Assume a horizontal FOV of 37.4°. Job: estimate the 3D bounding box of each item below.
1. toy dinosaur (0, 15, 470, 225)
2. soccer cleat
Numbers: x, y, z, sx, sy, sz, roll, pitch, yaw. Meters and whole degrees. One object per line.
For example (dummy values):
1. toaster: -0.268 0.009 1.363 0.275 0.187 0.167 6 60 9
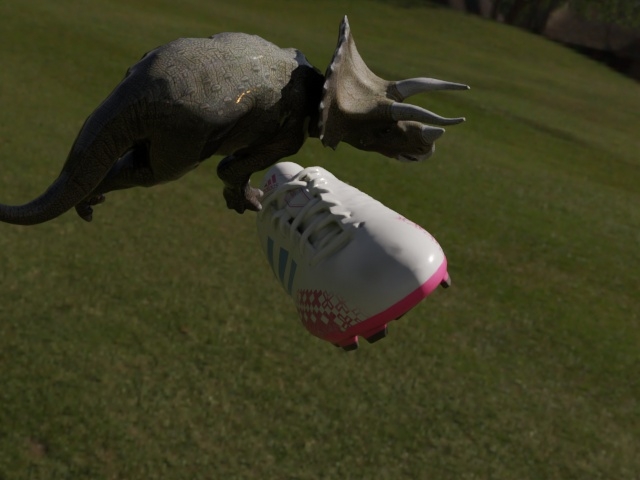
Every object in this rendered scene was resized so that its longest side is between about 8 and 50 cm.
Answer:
1. toy dinosaur: -0.074 -0.084 0.603 0.313 0.160 0.121 -4 65 -37
2. soccer cleat: 0.000 0.000 0.801 0.116 0.143 0.331 -36 9 -9
